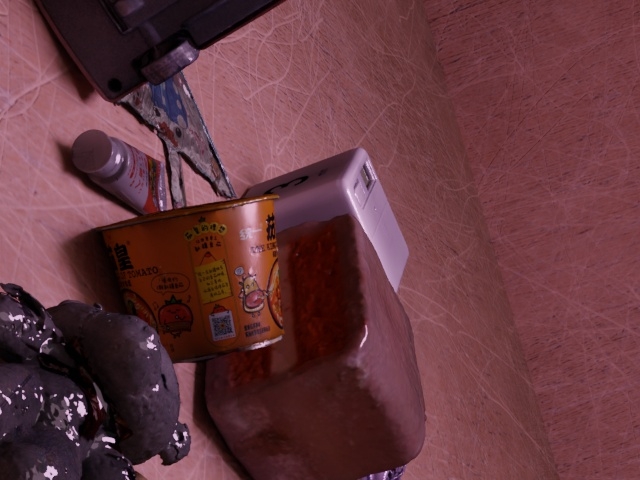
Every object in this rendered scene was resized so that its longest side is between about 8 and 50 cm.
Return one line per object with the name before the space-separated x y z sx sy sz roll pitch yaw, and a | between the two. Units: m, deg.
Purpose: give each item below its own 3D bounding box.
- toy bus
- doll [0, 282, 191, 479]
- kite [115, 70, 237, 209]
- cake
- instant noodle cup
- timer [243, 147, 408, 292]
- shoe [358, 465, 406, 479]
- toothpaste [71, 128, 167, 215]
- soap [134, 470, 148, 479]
toy bus | -0.119 -0.357 1.764 0.203 0.427 0.233 57 16 -14
doll | -0.214 0.141 1.321 0.246 0.158 0.340 55 8 5
kite | -0.208 -0.162 1.996 0.406 0.014 0.368 45 31 -58
cake | -0.009 0.147 1.904 0.309 0.237 0.230 -94 161 -47
instant noodle cup | -0.137 0.045 1.680 0.216 0.216 0.172 -18 97 -74
timer | 0.000 0.000 2.158 0.194 0.195 0.192 65 17 -15
shoe | 0.050 0.308 2.073 0.095 0.138 0.245 37 37 -69
toothpaste | -0.231 -0.079 1.771 0.234 0.057 0.089 40 46 -72
soap | -0.201 0.308 1.379 0.232 0.073 0.140 -49 121 -72
